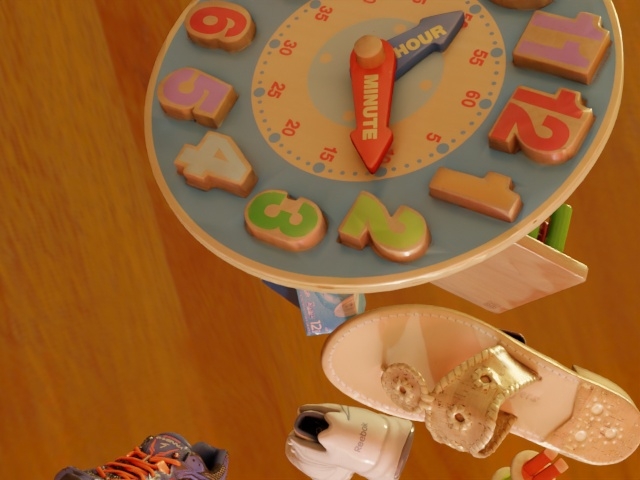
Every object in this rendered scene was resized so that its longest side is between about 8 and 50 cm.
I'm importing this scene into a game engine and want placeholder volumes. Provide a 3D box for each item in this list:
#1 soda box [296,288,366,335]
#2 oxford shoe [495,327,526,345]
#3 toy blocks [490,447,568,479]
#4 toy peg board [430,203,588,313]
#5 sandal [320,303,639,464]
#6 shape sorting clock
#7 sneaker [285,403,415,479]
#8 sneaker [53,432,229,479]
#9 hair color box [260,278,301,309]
[{"bbox_3d":[0.000,0.000,1.481,0.067,0.071,0.210,-8,113,11],"label":"soda box"},{"bbox_3d":[0.130,0.130,1.503,0.271,0.098,0.097,-2,64,-45],"label":"oxford shoe"},{"bbox_3d":[0.236,0.268,1.331,0.054,0.148,0.123,4,61,-21],"label":"toy blocks"},{"bbox_3d":[0.167,-0.007,1.315,0.161,0.160,0.079,26,65,-18],"label":"toy peg board"},{"bbox_3d":[0.121,0.112,0.886,0.240,0.079,0.088,17,107,-12],"label":"sandal"},{"bbox_3d":[0.023,-0.071,0.546,0.206,0.040,0.206,-5,60,8],"label":"shape sorting clock"},{"bbox_3d":[0.012,0.252,1.687,0.129,0.297,0.111,24,70,-16],"label":"sneaker"},{"bbox_3d":[-0.147,0.199,1.079,0.083,0.221,0.087,20,88,25],"label":"sneaker"},{"bbox_3d":[0.063,-0.072,1.812,0.105,0.174,0.347,36,57,-11],"label":"hair color box"}]
